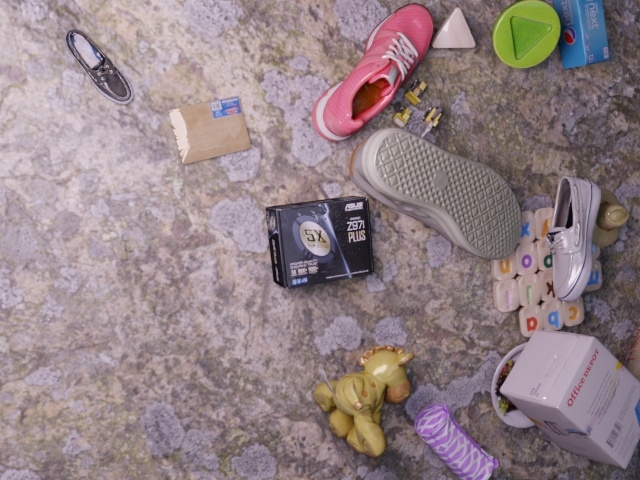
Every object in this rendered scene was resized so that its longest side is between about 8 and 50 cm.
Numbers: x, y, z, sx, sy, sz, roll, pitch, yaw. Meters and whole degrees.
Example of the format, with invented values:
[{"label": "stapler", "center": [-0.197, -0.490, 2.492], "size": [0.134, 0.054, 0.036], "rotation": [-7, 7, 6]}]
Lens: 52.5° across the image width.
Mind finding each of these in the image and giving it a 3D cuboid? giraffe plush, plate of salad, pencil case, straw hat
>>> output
[{"label": "giraffe plush", "center": [0.098, 0.279, 1.236], "size": [0.170, 0.181, 0.210], "rotation": [-33, 125, -26]}, {"label": "plate of salad", "center": [0.469, 0.324, 1.440], "size": [0.200, 0.048, 0.199], "rotation": [-3, 99, -20]}, {"label": "pencil case", "center": [0.285, 0.431, 1.361], "size": [0.088, 0.086, 0.206], "rotation": [-34, 113, 22]}, {"label": "straw hat", "center": [0.645, -0.053, 1.438], "size": [0.144, 0.061, 0.144], "rotation": [2, 86, -26]}]

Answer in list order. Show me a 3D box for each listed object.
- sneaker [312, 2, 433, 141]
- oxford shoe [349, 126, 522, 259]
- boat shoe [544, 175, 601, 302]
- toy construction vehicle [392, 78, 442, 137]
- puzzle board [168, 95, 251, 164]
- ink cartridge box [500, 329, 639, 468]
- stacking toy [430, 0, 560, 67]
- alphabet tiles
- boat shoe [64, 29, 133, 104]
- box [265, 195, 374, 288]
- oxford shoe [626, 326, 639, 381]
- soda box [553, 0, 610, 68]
[{"label": "sneaker", "center": [0.122, -0.303, 1.181], "size": [0.116, 0.136, 0.314], "rotation": [41, 82, -21]}, {"label": "oxford shoe", "center": [0.232, -0.091, 1.261], "size": [0.449, 0.130, 0.169], "rotation": [24, 83, -32]}, {"label": "boat shoe", "center": [0.523, -0.006, 1.375], "size": [0.088, 0.096, 0.267], "rotation": [14, 88, -17]}, {"label": "toy construction vehicle", "center": [0.195, -0.253, 1.269], "size": [0.086, 0.035, 0.098], "rotation": [40, 82, -20]}, {"label": "puzzle board", "center": [-0.194, -0.195, 1.143], "size": [0.128, 0.011, 0.096], "rotation": [-17, 101, -19]}, {"label": "ink cartridge box", "center": [0.535, 0.324, 1.351], "size": [0.233, 0.168, 0.171], "rotation": [42, 71, -18]}, {"label": "stacking toy", "center": [0.353, -0.502, 1.267], "size": [0.309, 0.130, 0.279], "rotation": [8, 121, -7]}, {"label": "alphabet tiles", "center": [0.501, 0.064, 1.433], "size": [0.284, 0.021, 0.278], "rotation": [-11, 98, -20]}, {"label": "boat shoe", "center": [-0.360, -0.280, 1.052], "size": [0.049, 0.040, 0.142], "rotation": [-44, 109, -10]}, {"label": "box", "center": [0.000, 0.000, 1.205], "size": [0.180, 0.077, 0.147], "rotation": [-8, 99, -20]}, {"label": "oxford shoe", "center": [0.773, 0.276, 1.528], "size": [0.397, 0.140, 0.146], "rotation": [-32, 76, -10]}, {"label": "soda box", "center": [0.539, -0.472, 1.352], "size": [0.067, 0.071, 0.210], "rotation": [-17, 102, -19]}]
